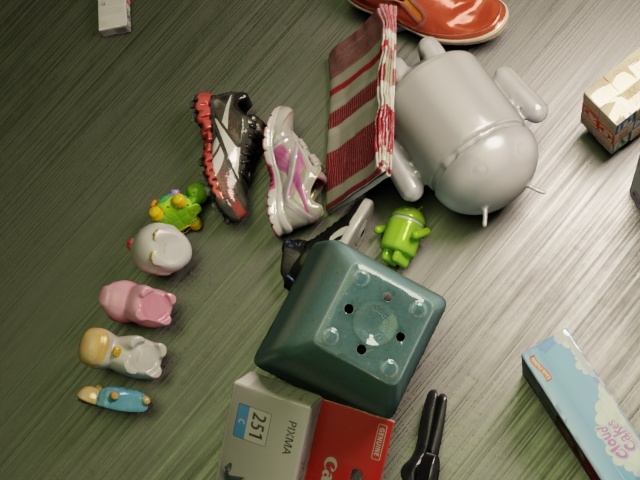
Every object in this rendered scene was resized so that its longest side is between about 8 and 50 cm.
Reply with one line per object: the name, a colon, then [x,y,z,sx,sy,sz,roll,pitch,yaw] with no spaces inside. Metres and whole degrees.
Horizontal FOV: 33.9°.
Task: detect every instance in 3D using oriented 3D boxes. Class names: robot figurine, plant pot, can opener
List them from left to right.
plant pot: [0.065,0.142,1.707,0.247,0.252,0.247,29,77,-4]
robot figurine: [0.148,-0.011,1.881,0.101,0.067,0.115,7,71,45]
can opener: [0.183,0.343,1.762,0.073,0.059,0.186,-6,57,37]
robot figurine: [0.248,-0.191,1.853,0.300,0.200,0.353,-32,68,4]

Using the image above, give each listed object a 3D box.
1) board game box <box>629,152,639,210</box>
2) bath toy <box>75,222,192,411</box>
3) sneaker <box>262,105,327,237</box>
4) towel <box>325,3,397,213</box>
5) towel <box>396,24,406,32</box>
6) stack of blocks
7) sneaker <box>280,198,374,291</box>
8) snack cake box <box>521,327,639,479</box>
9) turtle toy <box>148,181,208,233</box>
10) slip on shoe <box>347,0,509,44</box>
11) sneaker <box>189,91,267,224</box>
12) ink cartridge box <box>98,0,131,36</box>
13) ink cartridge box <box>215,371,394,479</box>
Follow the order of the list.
board game box: [0.589,-0.051,1.676,0.064,0.316,0.242,-22,69,2]
bath toy: [-0.343,0.134,1.904,0.151,0.129,0.348,23,74,-28]
sneaker: [-0.044,-0.131,1.952,0.111,0.103,0.252,-6,76,5]
towel: [0.065,-0.237,1.904,0.037,0.237,0.329,10,70,-23]
towel: [0.208,-0.578,2.090,0.243,0.040,0.336,-12,71,5]
stack of blocks: [0.598,-0.284,1.833,0.297,0.171,0.087,-38,68,-2]
sneaker: [0.000,0.000,1.900,0.121,0.079,0.217,25,78,18]
snack cake box: [0.427,0.285,1.679,0.089,0.152,0.264,-30,69,-1]
turtle toy: [-0.265,-0.061,1.975,0.130,0.095,0.066,-30,47,-1]
slip on shoe: [0.195,-0.457,1.981,0.331,0.101,0.123,21,75,12]
sneaker: [-0.161,-0.167,1.980,0.135,0.097,0.276,-14,68,8]
ink cartridge box: [-0.428,-0.483,2.180,0.062,0.029,0.115,-9,69,8]
ink cartridge box: [-0.039,0.392,1.707,0.261,0.066,0.296,16,105,17]
